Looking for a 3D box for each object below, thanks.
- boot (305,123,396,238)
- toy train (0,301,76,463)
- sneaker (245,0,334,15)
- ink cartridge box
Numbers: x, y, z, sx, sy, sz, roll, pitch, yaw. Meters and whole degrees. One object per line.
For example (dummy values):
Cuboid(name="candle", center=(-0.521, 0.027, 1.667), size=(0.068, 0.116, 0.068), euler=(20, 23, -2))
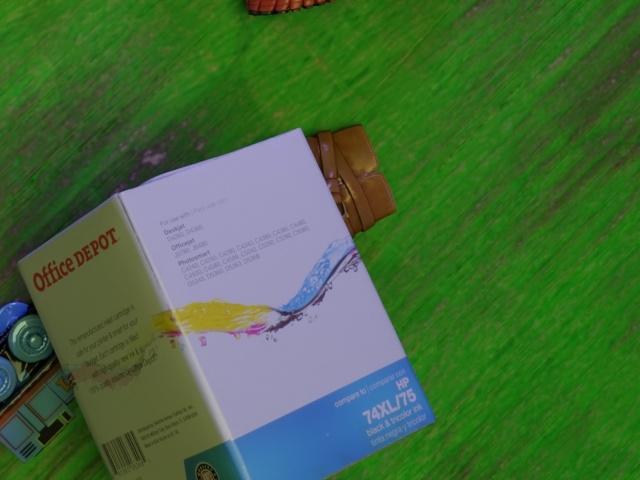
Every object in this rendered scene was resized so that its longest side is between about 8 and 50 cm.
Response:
Cuboid(name="boot", center=(0.000, 0.000, 1.721), size=(0.152, 0.073, 0.197), euler=(-21, 105, -17))
Cuboid(name="toy train", center=(-0.238, 0.101, 1.660), size=(0.184, 0.080, 0.105), euler=(-46, 115, -11))
Cuboid(name="sneaker", center=(0.035, -0.267, 1.687), size=(0.225, 0.088, 0.093), euler=(-17, 100, -14))
Cuboid(name="ink cartridge box", center=(-0.081, 0.082, 1.564), size=(0.197, 0.198, 0.270), euler=(-22, 86, -37))
